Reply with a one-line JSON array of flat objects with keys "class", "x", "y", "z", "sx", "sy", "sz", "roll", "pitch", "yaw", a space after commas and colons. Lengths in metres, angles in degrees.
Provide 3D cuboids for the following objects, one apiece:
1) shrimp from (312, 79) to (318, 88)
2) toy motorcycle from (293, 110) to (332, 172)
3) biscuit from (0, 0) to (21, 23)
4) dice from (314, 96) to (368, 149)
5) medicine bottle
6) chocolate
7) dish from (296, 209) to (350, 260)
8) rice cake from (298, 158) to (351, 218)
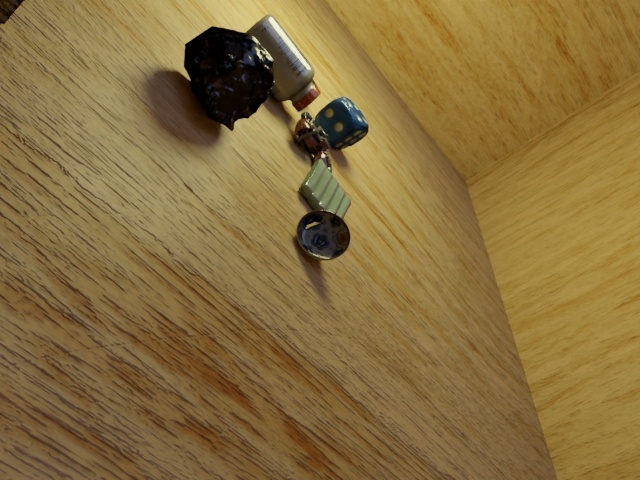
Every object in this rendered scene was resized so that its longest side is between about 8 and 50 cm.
[{"class": "shrimp", "x": -0.089, "y": -0.605, "z": 2.088, "sx": 0.287, "sy": 0.068, "sz": 0.185, "roll": 59, "pitch": 22, "yaw": 9}, {"class": "toy motorcycle", "x": -0.022, "y": -0.299, "z": 1.821, "sx": 0.213, "sy": 0.084, "sz": 0.118, "roll": 67, "pitch": 21, "yaw": -6}, {"class": "biscuit", "x": -0.556, "y": -0.484, "z": 1.035, "sx": 0.106, "sy": 0.070, "sz": 0.252, "roll": 39, "pitch": 29, "yaw": -33}, {"class": "dice", "x": 0.076, "y": -0.416, "z": 2.072, "sx": 0.146, "sy": 0.143, "sz": 0.146, "roll": 62, "pitch": 24, "yaw": 11}, {"class": "medicine bottle", "x": -0.124, "y": -0.548, "z": 1.837, "sx": 0.289, "sy": 0.157, "sz": 0.157, "roll": 49, "pitch": 25, "yaw": -17}, {"class": "chocolate", "x": -0.220, "y": -0.360, "z": 1.383, "sx": 0.224, "sy": 0.206, "sz": 0.177, "roll": 44, "pitch": 36, "yaw": -38}, {"class": "dish", "x": 0.000, "y": 0.000, "z": 1.499, "sx": 0.141, "sy": 0.078, "sz": 0.141, "roll": 6, "pitch": 62, "yaw": -12}, {"class": "rice cake", "x": 0.018, "y": -0.135, "z": 1.718, "sx": 0.189, "sy": 0.037, "sz": 0.198, "roll": 54, "pitch": 28, "yaw": -9}]
